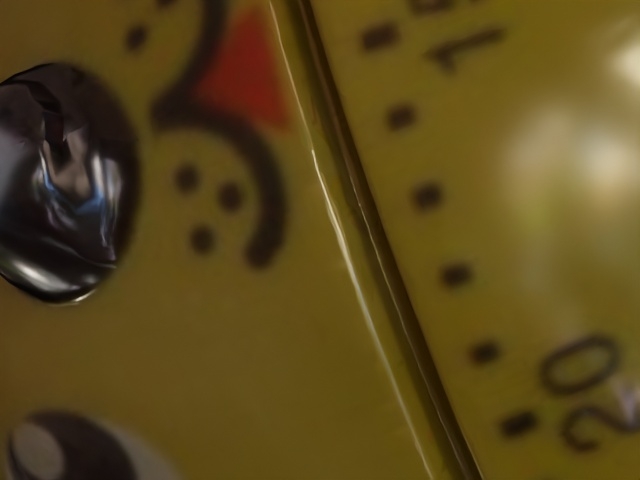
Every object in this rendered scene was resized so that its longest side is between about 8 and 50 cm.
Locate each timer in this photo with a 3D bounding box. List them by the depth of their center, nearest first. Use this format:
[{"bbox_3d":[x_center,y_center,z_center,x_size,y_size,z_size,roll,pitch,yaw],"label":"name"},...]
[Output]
[{"bbox_3d":[0.000,0.000,0.503,0.387,0.376,0.376,-18,-164,11],"label":"timer"}]
